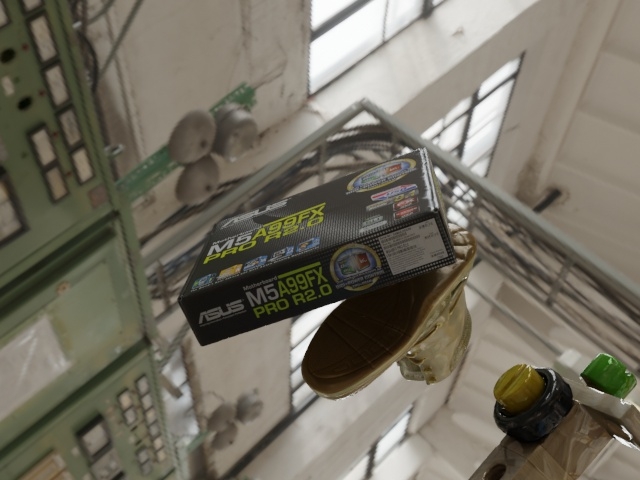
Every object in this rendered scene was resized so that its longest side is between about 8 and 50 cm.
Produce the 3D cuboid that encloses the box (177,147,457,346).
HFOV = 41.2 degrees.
[{"bbox_3d":[0.000,0.000,0.902,0.216,0.270,0.060,-80,150,-67],"label":"box"}]

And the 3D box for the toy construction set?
[{"bbox_3d":[0.178,0.221,0.653,0.257,0.237,0.309,35,-13,9],"label":"toy construction set"}]

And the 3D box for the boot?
[{"bbox_3d":[0.092,0.125,1.019,0.095,0.262,0.203,31,-27,29],"label":"boot"}]
